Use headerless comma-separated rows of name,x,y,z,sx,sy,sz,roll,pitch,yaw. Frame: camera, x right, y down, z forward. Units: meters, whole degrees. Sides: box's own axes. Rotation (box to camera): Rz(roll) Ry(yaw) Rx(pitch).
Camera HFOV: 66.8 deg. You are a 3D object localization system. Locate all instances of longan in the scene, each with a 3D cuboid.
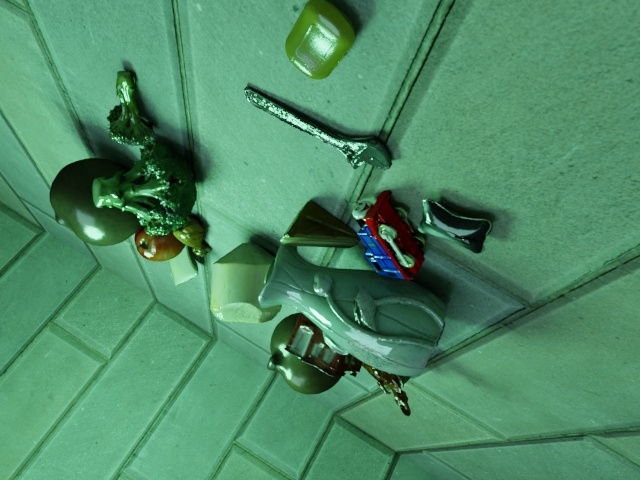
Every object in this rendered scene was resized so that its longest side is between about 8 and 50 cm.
longan,-0.709,-0.126,1.567,0.297,0.297,0.297,26,153,15
longan,-0.048,0.395,1.722,0.300,0.300,0.243,26,130,14

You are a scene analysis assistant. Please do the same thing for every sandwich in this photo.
sandwich,0.000,0.000,1.171,0.163,0.113,0.079,35,153,-6

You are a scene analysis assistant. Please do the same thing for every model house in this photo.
model house,0.043,0.241,1.403,0.196,0.253,0.160,19,174,37

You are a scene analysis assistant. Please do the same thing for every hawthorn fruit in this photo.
hawthorn fruit,-0.571,-0.008,1.723,0.173,0.172,0.173,26,153,15

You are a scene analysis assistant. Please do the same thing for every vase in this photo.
vase,0.073,0.159,1.193,0.446,0.249,0.250,22,152,10

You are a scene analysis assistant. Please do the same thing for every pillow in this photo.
pillow,0.252,-0.026,0.918,0.136,0.055,0.091,25,171,21

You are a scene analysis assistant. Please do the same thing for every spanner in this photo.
spanner,-0.010,-0.213,0.923,0.326,0.026,0.093,29,152,10

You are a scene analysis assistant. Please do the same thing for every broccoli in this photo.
broccoli,-0.470,-0.139,1.322,0.270,0.269,0.270,-4,174,-33
broccoli,-0.473,-0.324,1.189,0.118,0.122,0.204,17,139,-1

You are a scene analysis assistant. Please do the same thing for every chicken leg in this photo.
chicken leg,-0.440,-0.003,1.694,0.107,0.087,0.251,38,162,16

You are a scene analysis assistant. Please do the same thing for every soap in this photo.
soap,-0.002,-0.303,0.737,0.089,0.045,0.140,36,152,-12

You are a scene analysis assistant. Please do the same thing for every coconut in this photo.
coconut,-0.227,0.128,1.520,0.239,0.244,0.239,3,179,0

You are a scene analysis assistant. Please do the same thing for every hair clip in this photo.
hair clip,-0.540,0.090,1.886,0.282,0.113,0.172,128,125,-73

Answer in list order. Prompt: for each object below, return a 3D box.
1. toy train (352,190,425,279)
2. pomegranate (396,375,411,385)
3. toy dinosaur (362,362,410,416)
toy train,0.142,-0.006,1.041,0.131,0.082,0.204,5,142,47
pomegranate,0.237,0.402,1.578,0.138,0.125,0.163,40,155,15
toy dinosaur,0.150,0.343,1.484,0.432,0.097,0.208,51,160,17
